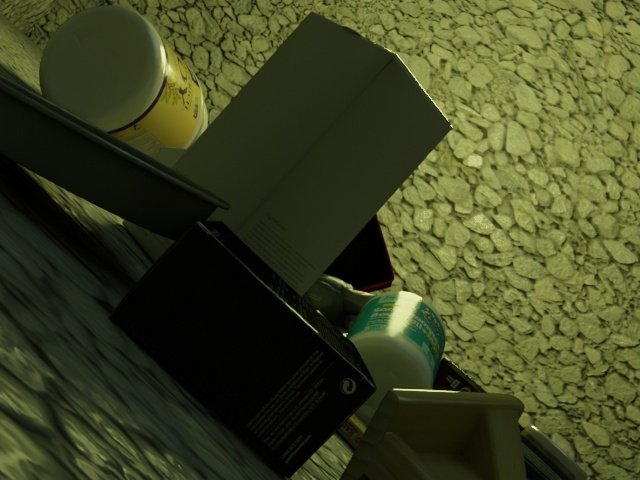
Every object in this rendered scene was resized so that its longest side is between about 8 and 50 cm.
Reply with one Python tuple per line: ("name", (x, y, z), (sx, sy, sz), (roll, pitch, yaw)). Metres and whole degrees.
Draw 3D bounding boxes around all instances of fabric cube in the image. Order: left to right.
("fabric cube", (0.000, 0.000, 2.092), (0.258, 0.254, 0.259), (43, 31, -84))

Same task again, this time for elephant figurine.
("elephant figurine", (0.016, 0.161, 1.892), (0.169, 0.186, 0.239), (4, -14, 0))

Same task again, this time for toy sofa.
("toy sofa", (0.153, 0.264, 0.634), (0.150, 0.177, 0.362), (10, 24, -43))

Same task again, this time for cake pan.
("cake pan", (-0.223, -0.081, 0.939), (0.293, 0.054, 0.293), (29, 0, 0))

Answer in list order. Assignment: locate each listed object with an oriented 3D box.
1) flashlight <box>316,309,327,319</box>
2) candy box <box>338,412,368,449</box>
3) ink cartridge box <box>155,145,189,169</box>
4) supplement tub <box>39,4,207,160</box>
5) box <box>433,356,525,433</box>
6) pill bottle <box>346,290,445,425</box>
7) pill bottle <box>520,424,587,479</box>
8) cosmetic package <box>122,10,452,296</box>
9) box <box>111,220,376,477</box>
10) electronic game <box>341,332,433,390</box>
("flashlight", (-0.095, 0.064, 1.531), (0.304, 0.103, 0.103), (44, 26, 14))
("candy box", (0.063, 0.253, 1.249), (0.206, 0.027, 0.105), (43, 1, 22))
("ink cartridge box", (-0.157, -0.049, 1.813), (0.197, 0.114, 0.273), (9, -19, 29))
("supplement tub", (-0.364, -0.279, 1.955), (0.241, 0.241, 0.331), (43, -1, 17))
("box", (0.247, 0.341, 1.722), (0.203, 0.167, 0.168), (44, -2, -40))
("pill bottle", (0.108, 0.165, 1.524), (0.146, 0.146, 0.264), (43, 22, -3))
("pill bottle", (0.231, 0.313, 1.224), (0.094, 0.169, 0.094), (44, -2, 2))
("cosmetic package", (-0.044, -0.080, 1.244), (0.155, 0.365, 0.197), (44, 0, -41))
("box", (-0.060, 0.078, 0.868), (0.184, 0.103, 0.261), (45, 0, -2))
("electronic game", (0.089, 0.225, 1.632), (0.229, 0.048, 0.229), (24, 22, -10))
